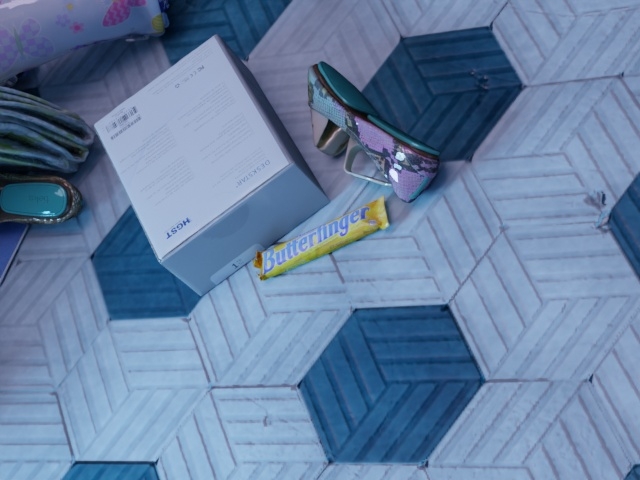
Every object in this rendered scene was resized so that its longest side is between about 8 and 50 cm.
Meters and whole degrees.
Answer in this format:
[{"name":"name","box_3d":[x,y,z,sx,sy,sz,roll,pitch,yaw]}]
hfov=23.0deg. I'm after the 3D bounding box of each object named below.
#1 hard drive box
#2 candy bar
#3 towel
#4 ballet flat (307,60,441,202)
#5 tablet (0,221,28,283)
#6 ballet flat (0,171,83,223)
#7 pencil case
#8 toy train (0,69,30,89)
[{"name":"hard drive box","box_3d":[-0.124,-0.086,1.739,0.181,0.089,0.232,-36,50,7]},{"name":"candy bar","box_3d":[0.000,0.000,1.662,0.161,0.018,0.040,-23,53,15]},{"name":"towel","box_3d":[-0.498,-0.145,1.844,0.374,0.320,0.090,4,87,32]},{"name":"ballet flat","box_3d":[0.040,-0.112,1.677,0.221,0.077,0.079,43,108,39]},{"name":"tablet","box_3d":[-0.385,0.013,1.884,0.054,0.006,0.083,10,67,34]},{"name":"ballet flat","box_3d":[-0.373,-0.049,1.862,0.206,0.067,0.073,10,90,17]},{"name":"pencil case","box_3d":[-0.321,-0.270,1.893,0.273,0.124,0.113,-18,46,-5]},{"name":"toy train","box_3d":[-0.437,-0.251,2.029,0.105,0.080,0.184,-37,52,18]}]
